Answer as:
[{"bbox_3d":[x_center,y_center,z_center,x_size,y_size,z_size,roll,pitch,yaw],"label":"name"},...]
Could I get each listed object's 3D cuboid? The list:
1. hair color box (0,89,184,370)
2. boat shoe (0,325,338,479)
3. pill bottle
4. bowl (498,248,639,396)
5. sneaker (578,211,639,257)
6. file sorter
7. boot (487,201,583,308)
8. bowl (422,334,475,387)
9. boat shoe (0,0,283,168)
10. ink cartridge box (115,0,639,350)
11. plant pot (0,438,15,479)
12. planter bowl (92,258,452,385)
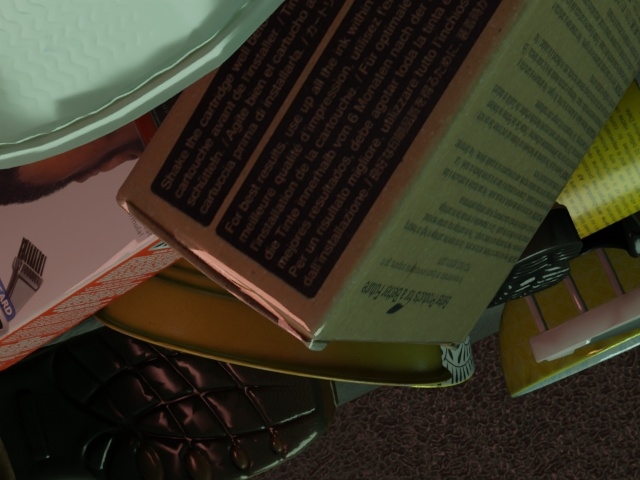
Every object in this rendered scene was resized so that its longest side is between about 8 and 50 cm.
[{"bbox_3d":[-0.116,-0.014,0.722,0.167,0.093,0.053,-31,169,32],"label":"hair color box"},{"bbox_3d":[-0.142,0.109,1.214,0.324,0.122,0.120,-8,-174,19],"label":"boat shoe"},{"bbox_3d":[0.149,-0.061,1.056,0.208,0.117,0.117,-26,171,11],"label":"pill bottle"},{"bbox_3d":[0.310,0.044,1.924,0.289,0.156,0.289,-23,170,-4],"label":"bowl"},{"bbox_3d":[0.146,-0.032,1.149,0.188,0.067,0.078,15,-129,36],"label":"sneaker"},{"bbox_3d":[0.267,-0.043,1.281,0.193,0.173,0.278,-30,169,35],"label":"file sorter"},{"bbox_3d":[0.082,-0.034,0.959,0.077,0.137,0.198,-20,169,-13],"label":"boot"},{"bbox_3d":[0.060,0.055,1.507,0.170,0.170,0.080,-11,120,-54],"label":"bowl"},{"bbox_3d":[0.006,-0.126,0.437,0.302,0.091,0.114,-23,143,1],"label":"boat shoe"},{"bbox_3d":[0.046,-0.062,0.639,0.193,0.088,0.235,-57,165,5],"label":"ink cartridge box"},{"bbox_3d":[-0.334,0.187,1.034,0.230,0.215,0.215,-14,177,30],"label":"plant pot"},{"bbox_3d":[-0.020,0.018,1.035,0.217,0.090,0.217,11,-176,-1],"label":"planter bowl"}]
